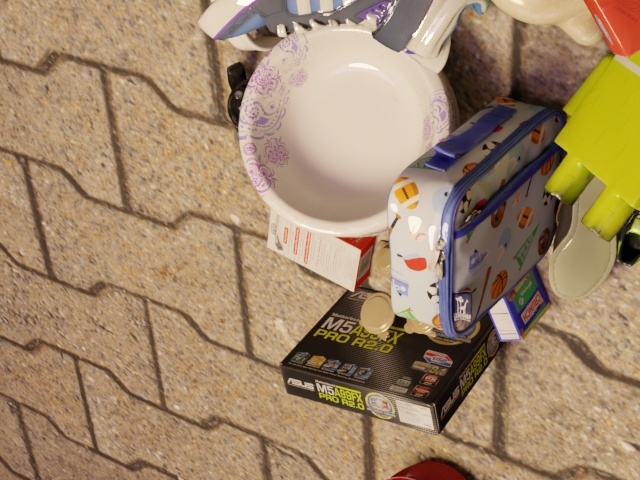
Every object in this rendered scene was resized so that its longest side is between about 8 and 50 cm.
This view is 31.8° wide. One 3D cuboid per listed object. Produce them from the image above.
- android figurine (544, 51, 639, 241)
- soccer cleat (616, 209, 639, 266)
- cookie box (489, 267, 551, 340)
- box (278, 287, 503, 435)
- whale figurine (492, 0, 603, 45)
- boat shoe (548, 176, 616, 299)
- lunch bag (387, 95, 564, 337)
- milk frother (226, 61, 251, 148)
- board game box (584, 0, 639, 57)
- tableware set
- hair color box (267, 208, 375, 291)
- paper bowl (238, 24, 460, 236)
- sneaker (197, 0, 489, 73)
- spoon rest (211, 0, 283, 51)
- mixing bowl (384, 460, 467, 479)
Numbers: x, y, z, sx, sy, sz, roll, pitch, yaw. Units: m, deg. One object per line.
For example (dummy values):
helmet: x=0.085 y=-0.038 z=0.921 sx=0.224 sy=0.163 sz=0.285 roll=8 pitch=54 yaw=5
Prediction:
android figurine: x=0.369 y=-0.137 z=1.259 sx=0.273 sy=0.056 sz=0.248 roll=-56 pitch=34 yaw=14
soccer cleat: x=0.412 y=-0.042 z=1.389 sx=0.060 sy=0.072 sz=0.179 roll=26 pitch=134 yaw=21
cookie box: x=0.271 y=0.073 z=1.576 sx=0.040 sy=0.092 sz=0.107 roll=-4 pitch=119 yaw=44
box: x=0.107 y=0.172 z=1.692 sx=0.270 sy=0.216 sz=0.060 roll=11 pitch=129 yaw=33
whale figurine: x=0.306 y=-0.326 z=1.236 sx=0.272 sy=0.141 sz=0.216 roll=3 pitch=109 yaw=9
boat shoe: x=0.347 y=-0.022 z=1.463 sx=0.081 sy=0.069 sz=0.228 roll=8 pitch=130 yaw=3
lunch bag: x=0.196 y=-0.036 z=1.396 sx=0.115 sy=0.303 sz=0.243 roll=22 pitch=132 yaw=30
milk frother: x=-0.064 y=-0.203 z=1.640 sx=0.135 sy=0.143 sz=0.129 roll=94 pitch=166 yaw=-80
board game box: x=0.325 y=-0.380 z=1.112 sx=0.242 sy=0.064 sz=0.316 roll=-32 pitch=101 yaw=9
tableware set: x=0.126 y=0.069 z=1.673 sx=0.141 sy=0.020 sz=0.169 roll=7 pitch=82 yaw=40
hair color box: x=0.000 y=0.000 z=1.767 sx=0.167 sy=0.053 sz=0.093 roll=26 pitch=135 yaw=19
paper bowl: x=0.045 y=-0.146 z=1.495 sx=0.284 sy=0.148 sz=0.284 roll=0 pitch=90 yaw=16
sneaker: x=0.041 y=-0.267 z=1.334 sx=0.323 sy=0.130 sz=0.236 roll=-33 pitch=107 yaw=18
spoon rest: x=-0.119 y=-0.382 z=1.547 sx=0.137 sy=0.084 sz=0.276 roll=8 pitch=126 yaw=34
mixing bowl: x=0.196 y=0.444 z=1.914 sx=0.181 sy=0.098 sz=0.181 roll=22 pitch=132 yaw=26
